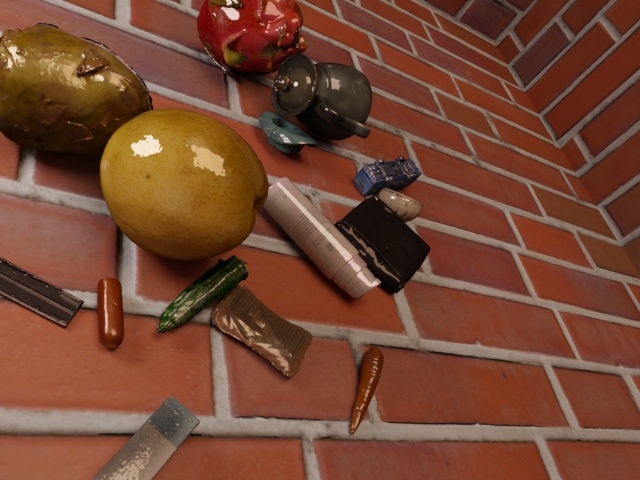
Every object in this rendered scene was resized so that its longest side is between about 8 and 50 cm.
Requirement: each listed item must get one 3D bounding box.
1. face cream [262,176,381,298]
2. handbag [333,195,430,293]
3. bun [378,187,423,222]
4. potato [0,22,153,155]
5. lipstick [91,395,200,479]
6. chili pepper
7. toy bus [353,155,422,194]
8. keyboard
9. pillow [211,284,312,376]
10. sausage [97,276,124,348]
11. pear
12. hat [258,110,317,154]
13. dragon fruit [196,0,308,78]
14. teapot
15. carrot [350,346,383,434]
[{"bbox_3d":[0.000,0.000,1.383,0.345,0.102,0.102,48,39,7],"label":"face cream"},{"bbox_3d":[0.168,0.002,1.540,0.247,0.080,0.223,44,39,4],"label":"handbag"},{"bbox_3d":[0.225,-0.092,1.675,0.138,0.094,0.138,23,10,-4],"label":"bun"},{"bbox_3d":[-0.498,-0.257,1.098,0.300,0.246,0.196,24,53,6],"label":"potato"},{"bbox_3d":[-0.298,0.359,0.815,0.068,0.066,0.317,43,38,0],"label":"lipstick"},{"bbox_3d":[-0.233,0.109,1.104,0.227,0.088,0.059,-44,114,-48],"label":"chili pepper"},{"bbox_3d":[0.206,-0.199,1.752,0.237,0.094,0.079,-13,70,-45],"label":"toy bus"},{"bbox_3d":[-0.501,0.075,0.956,0.198,0.010,0.063,32,41,-12],"label":"keyboard"},{"bbox_3d":[-0.118,0.181,1.166,0.211,0.034,0.135,36,40,-5],"label":"pillow"},{"bbox_3d":[-0.366,0.126,0.998,0.039,0.041,0.131,22,41,-45],"label":"sausage"},{"bbox_3d":[-0.258,-0.108,1.109,0.315,0.314,0.314,23,42,-23],"label":"pear"},{"bbox_3d":[-0.099,-0.286,1.594,0.191,0.077,0.138,42,25,31],"label":"hat"},{"bbox_3d":[-0.179,-0.583,1.627,0.306,0.305,0.225,-13,63,-46],"label":"dragon fruit"},{"bbox_3d":[-0.005,-0.386,1.633,0.285,0.223,0.305,7,61,-46],"label":"teapot"},{"bbox_3d":[0.095,0.317,1.215,0.048,0.048,0.216,34,44,-11],"label":"carrot"}]
